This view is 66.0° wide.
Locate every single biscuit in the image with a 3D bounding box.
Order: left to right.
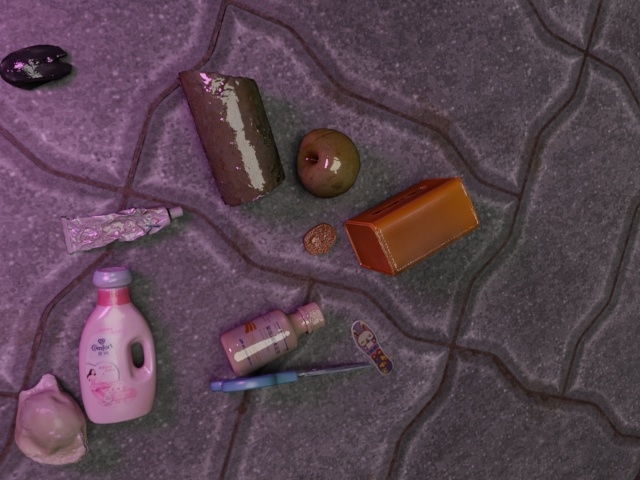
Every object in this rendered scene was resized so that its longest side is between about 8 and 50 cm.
[{"bbox_3d":[0.000,0.000,1.275,0.091,0.015,0.078,-32,108,-15],"label":"biscuit"}]

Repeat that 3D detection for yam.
[{"bbox_3d":[-0.191,-0.239,1.097,0.168,0.168,0.304,-21,104,-18],"label":"yam"}]

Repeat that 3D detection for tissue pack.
[{"bbox_3d":[0.229,-0.042,1.262,0.275,0.194,0.145,-29,105,-16],"label":"tissue pack"}]

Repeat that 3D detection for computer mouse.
[{"bbox_3d":[-0.578,-0.354,0.998,0.135,0.047,0.079,-21,104,-20],"label":"computer mouse"}]

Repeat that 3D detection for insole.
[{"bbox_3d":[0.144,0.301,1.370,0.065,0.004,0.197,-38,107,-13],"label":"insole"}]

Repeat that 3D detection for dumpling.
[{"bbox_3d":[-0.580,0.391,1.052,0.136,0.118,0.199,-25,77,-7],"label":"dumpling"}]

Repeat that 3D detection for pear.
[{"bbox_3d":[0.019,-0.185,1.189,0.137,0.167,0.167,5,95,-38],"label":"pear"}]

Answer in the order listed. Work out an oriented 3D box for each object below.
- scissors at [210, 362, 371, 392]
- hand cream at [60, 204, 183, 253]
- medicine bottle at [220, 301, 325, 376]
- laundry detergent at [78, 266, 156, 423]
[{"bbox_3d":[-0.048,0.339,1.242,0.447,0.193,0.029,2,73,-33],"label":"scissors"},{"bbox_3d":[-0.434,-0.035,1.092,0.257,0.050,0.084,-13,103,-16],"label":"hand cream"},{"bbox_3d":[-0.111,0.231,1.207,0.252,0.114,0.114,-23,104,-18],"label":"medicine bottle"},{"bbox_3d":[-0.449,0.227,1.091,0.159,0.088,0.335,-3,97,-25],"label":"laundry detergent"}]
